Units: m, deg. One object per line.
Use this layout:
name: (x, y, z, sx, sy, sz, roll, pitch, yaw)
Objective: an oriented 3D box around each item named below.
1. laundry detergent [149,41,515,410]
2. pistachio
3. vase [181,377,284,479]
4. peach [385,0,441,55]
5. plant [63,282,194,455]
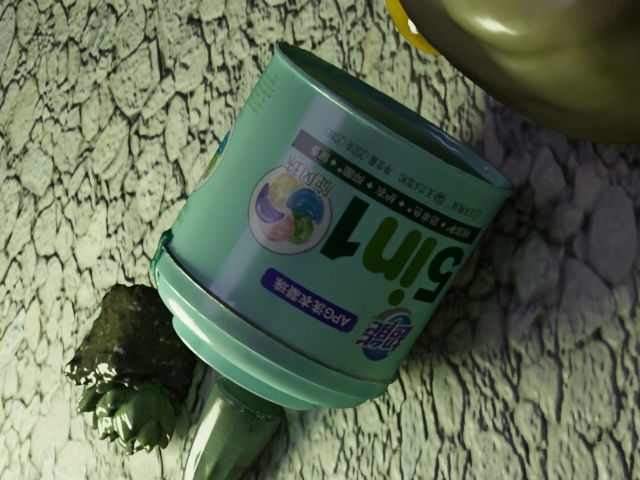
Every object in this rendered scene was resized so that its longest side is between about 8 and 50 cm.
laundry detergent: (0.000, 0.000, 1.765, 0.305, 0.287, 0.287, -59, 40, 10)
pistachio: (0.222, -0.286, 1.611, 0.445, 0.281, 0.365, 43, 133, 22)
vase: (-0.124, 0.265, 1.948, 0.086, 0.086, 0.214, 43, 110, 49)
peach: (0.145, -0.293, 1.882, 0.179, 0.103, 0.179, -23, 59, 45)
plant: (-0.225, 0.155, 2.069, 0.129, 0.132, 0.195, -8, 62, 49)
